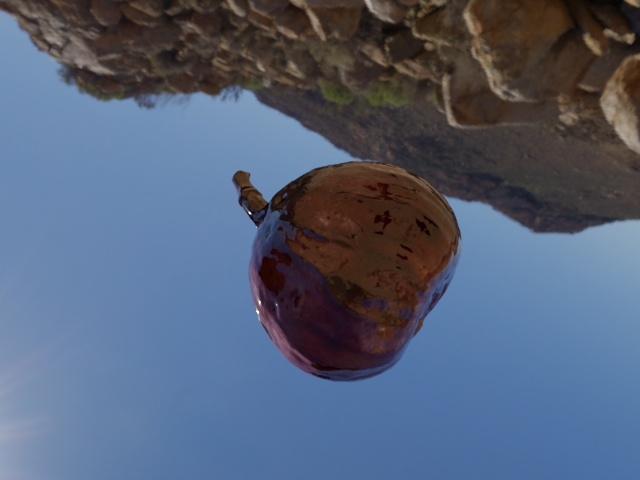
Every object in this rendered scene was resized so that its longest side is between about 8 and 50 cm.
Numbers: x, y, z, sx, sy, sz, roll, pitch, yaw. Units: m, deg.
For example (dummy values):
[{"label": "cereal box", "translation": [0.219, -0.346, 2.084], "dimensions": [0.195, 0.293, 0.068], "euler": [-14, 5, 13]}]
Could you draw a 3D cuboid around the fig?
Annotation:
[{"label": "fig", "translation": [0.016, 0.002, 0.372], "dimensions": [0.128, 0.128, 0.150], "euler": [-3, -111, -57]}]
